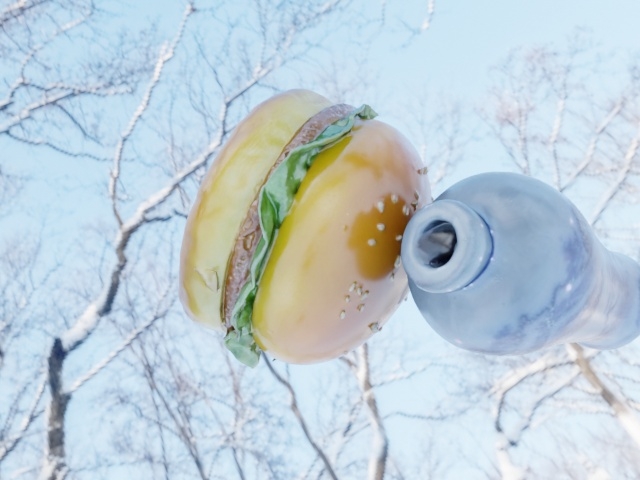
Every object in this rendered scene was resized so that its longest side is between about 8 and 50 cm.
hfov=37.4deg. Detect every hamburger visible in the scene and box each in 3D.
[{"bbox_3d":[0.000,0.001,0.791,0.246,0.170,0.246,-60,-13,-24],"label":"hamburger"}]

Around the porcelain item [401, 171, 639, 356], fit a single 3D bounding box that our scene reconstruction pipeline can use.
[{"bbox_3d":[0.165,0.027,0.735,0.259,0.141,0.141,16,-63,-47],"label":"porcelain item"}]
